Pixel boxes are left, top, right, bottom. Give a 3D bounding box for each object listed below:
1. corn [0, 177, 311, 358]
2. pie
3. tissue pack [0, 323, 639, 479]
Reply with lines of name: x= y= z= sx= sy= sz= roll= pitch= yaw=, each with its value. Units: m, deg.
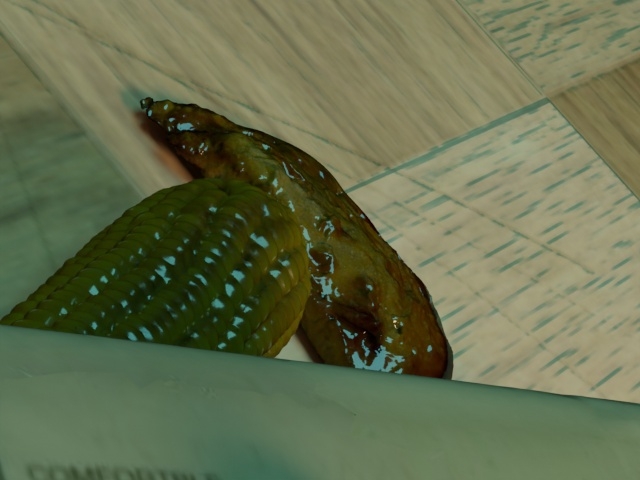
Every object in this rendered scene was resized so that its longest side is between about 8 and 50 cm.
corn: x=-0.078 y=0.046 z=0.638 sx=0.080 sy=0.080 sz=0.231 roll=44 pitch=37 yaw=3
pie: x=0.002 y=0.001 z=0.799 sx=0.088 sy=0.033 sz=0.191 roll=-12 pitch=60 yaw=-53
tissue pack: x=-0.031 y=0.183 z=0.419 sx=0.380 sy=0.207 sz=0.297 roll=9 pitch=47 yaw=-37
